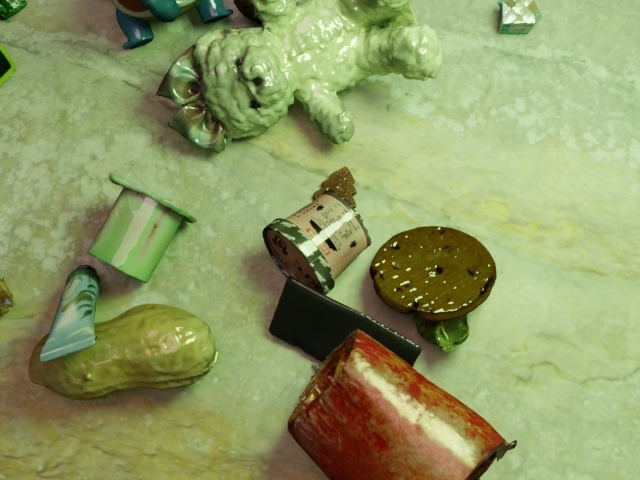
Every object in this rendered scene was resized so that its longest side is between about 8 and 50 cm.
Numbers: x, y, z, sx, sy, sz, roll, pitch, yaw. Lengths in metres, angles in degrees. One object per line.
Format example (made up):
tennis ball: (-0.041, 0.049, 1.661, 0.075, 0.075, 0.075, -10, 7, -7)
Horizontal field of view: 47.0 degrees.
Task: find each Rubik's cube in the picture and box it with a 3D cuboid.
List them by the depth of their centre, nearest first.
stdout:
Rubik's cube: (0.379, -0.439, 1.409, 0.084, 0.075, 0.073, 0, 86, -12)

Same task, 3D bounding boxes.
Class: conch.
conch: (0.203, 0.137, 1.209, 0.089, 0.074, 0.121, -15, 31, -2)

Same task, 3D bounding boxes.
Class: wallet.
wallet: (0.036, 0.158, 1.198, 0.244, 0.124, 0.025, 28, 33, 12)

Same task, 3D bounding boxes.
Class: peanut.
peanut: (-0.323, 0.183, 1.197, 0.313, 0.149, 0.149, -13, 70, 3)

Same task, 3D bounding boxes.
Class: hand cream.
hand cream: (-0.390, 0.113, 1.188, 0.088, 0.055, 0.256, -17, 28, -3)

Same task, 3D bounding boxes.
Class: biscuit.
biscuit: (0.188, 0.051, 1.229, 0.212, 0.036, 0.212, -2, 44, 2)
biscuit: (0.032, -0.093, 1.336, 0.082, 0.016, 0.092, 12, 70, 13)

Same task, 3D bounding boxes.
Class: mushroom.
mushroom: (-0.113, -0.470, 1.431, 0.127, 0.127, 0.087, 25, 90, 12)

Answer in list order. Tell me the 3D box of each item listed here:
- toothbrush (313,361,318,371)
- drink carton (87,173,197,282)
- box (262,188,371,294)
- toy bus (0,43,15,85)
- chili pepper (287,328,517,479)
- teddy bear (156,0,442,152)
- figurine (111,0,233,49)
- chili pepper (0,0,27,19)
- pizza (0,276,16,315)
toothbrush: (0.006, 0.246, 1.218, 0.006, 0.008, 0.097, -26, 71, 9)
drink carton: (-0.313, -0.012, 1.269, 0.144, 0.146, 0.142, 24, 81, 12)
box: (0.000, 0.000, 1.238, 0.135, 0.151, 0.151, -39, 72, -18)
toy bus: (-0.743, -0.385, 1.432, 0.262, 0.128, 0.150, 34, 75, 13)
chili pepper: (0.089, 0.291, 1.068, 0.305, 0.251, 0.229, 38, 62, 13)
teddy bear: (-0.050, -0.304, 1.271, 0.362, 0.375, 0.327, -31, 111, -28)
figurine: (-0.328, -0.520, 1.431, 0.297, 0.243, 0.416, -22, 49, 5)
chili pepper: (-0.610, -0.562, 1.515, 0.099, 0.083, 0.253, 40, 80, 6)
pizza: (-0.684, 0.064, 1.293, 0.287, 0.074, 0.251, -13, 68, -8)
